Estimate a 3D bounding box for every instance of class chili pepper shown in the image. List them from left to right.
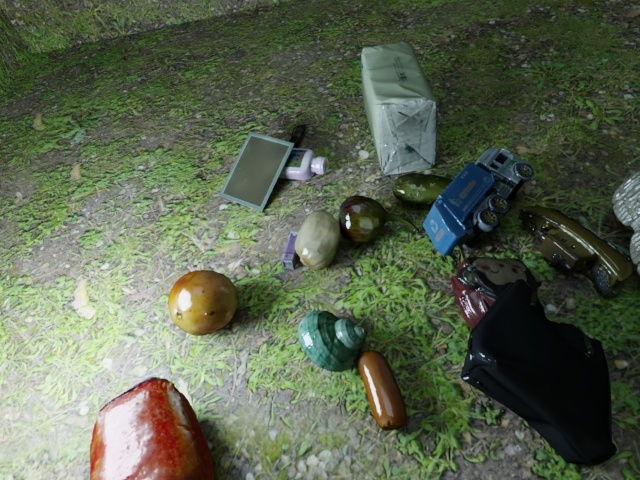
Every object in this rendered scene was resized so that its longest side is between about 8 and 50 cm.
[{"bbox_3d":[-0.381,0.494,1.029,0.252,0.229,0.305,-32,40,-9],"label":"chili pepper"}]

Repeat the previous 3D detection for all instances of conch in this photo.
[{"bbox_3d":[0.025,0.246,1.176,0.188,0.121,0.176,12,30,19],"label":"conch"}]

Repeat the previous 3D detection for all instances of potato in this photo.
[{"bbox_3d":[0.337,-0.162,1.461,0.226,0.090,0.117,2,44,7],"label":"potato"}]

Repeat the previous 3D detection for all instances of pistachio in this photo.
[{"bbox_3d":[0.000,0.000,1.390,0.145,0.117,0.200,-10,41,26],"label":"pistachio"}]

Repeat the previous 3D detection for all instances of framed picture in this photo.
[{"bbox_3d":[-0.229,-0.251,1.664,0.217,0.017,0.274,23,84,28],"label":"framed picture"}]

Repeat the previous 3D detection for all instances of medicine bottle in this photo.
[{"bbox_3d":[-0.083,-0.276,1.673,0.220,0.078,0.115,7,59,20],"label":"medicine bottle"}]

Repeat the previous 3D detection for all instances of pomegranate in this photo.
[{"bbox_3d":[-0.321,0.171,1.288,0.192,0.191,0.191,-7,49,8],"label":"pomegranate"}]

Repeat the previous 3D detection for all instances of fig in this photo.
[{"bbox_3d":[0.177,-0.059,1.398,0.246,0.149,0.149,3,50,2],"label":"fig"}]

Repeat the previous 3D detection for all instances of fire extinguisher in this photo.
[{"bbox_3d":[-0.087,-0.415,1.823,0.056,0.039,0.132,10,53,11],"label":"fire extinguisher"}]

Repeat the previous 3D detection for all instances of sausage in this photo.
[{"bbox_3d":[0.143,0.345,1.089,0.077,0.076,0.197,-18,47,-1],"label":"sausage"}]

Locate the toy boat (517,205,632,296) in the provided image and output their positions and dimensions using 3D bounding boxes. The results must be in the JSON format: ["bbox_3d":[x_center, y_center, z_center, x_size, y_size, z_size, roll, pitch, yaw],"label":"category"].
[{"bbox_3d":[0.651,0.017,1.223,0.122,0.089,0.321,-25,51,-18],"label":"toy boat"}]

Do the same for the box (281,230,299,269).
[{"bbox_3d":[-0.087,0.030,1.432,0.036,0.050,0.117,7,51,10],"label":"box"}]

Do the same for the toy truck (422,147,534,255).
[{"bbox_3d":[0.449,-0.113,1.325,0.175,0.146,0.367,39,64,14],"label":"toy truck"}]

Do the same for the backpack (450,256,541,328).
[{"bbox_3d":[0.436,0.144,1.151,0.230,0.138,0.229,5,53,-7],"label":"backpack"}]

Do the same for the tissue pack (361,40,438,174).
[{"bbox_3d":[0.263,-0.457,1.596,0.208,0.297,0.380,-10,47,4],"label":"tissue pack"}]

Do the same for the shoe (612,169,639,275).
[{"bbox_3d":[0.884,-0.017,1.129,0.198,0.171,0.350,13,55,-15],"label":"shoe"}]

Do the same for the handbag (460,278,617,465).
[{"bbox_3d":[0.471,0.254,0.986,0.342,0.152,0.288,40,53,-2],"label":"handbag"}]
